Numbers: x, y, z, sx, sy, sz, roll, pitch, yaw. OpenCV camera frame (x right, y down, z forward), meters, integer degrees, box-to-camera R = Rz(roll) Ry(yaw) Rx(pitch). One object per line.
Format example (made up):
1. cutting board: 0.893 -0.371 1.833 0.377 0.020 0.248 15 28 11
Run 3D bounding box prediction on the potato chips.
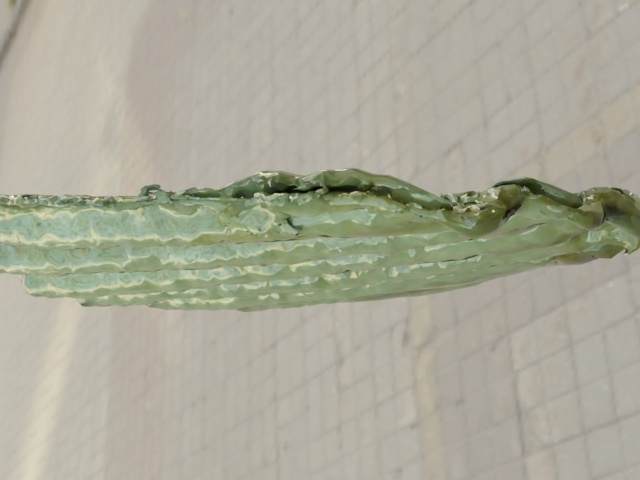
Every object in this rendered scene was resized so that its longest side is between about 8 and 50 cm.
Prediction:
1. potato chips: 0.000 0.000 0.719 0.429 0.358 0.070 -6 82 23
